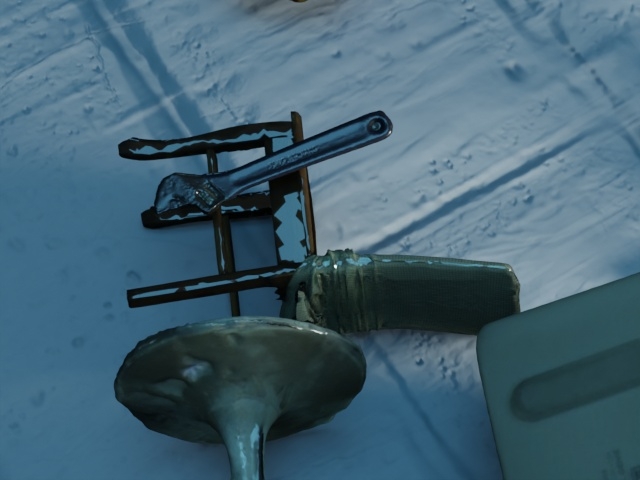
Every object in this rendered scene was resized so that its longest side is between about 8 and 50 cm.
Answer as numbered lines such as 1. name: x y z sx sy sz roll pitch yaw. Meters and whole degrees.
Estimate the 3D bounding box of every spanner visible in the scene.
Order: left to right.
1. spanner: -0.039 -0.063 1.609 0.208 0.012 0.046 -21 67 -4

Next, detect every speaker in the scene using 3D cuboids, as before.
1. speaker: 0.266 0.225 1.487 0.184 0.183 0.406 -24 59 23

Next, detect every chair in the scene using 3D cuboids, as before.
1. chair: 0.000 0.000 1.668 0.319 0.160 0.186 -7 63 1

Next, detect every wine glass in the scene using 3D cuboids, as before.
1. wine glass: -0.045 0.277 1.475 0.267 0.267 0.406 -5 55 -2

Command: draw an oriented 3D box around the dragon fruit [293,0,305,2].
1. dragon fruit: -0.042 -0.316 1.848 0.172 0.160 0.166 17 104 14
